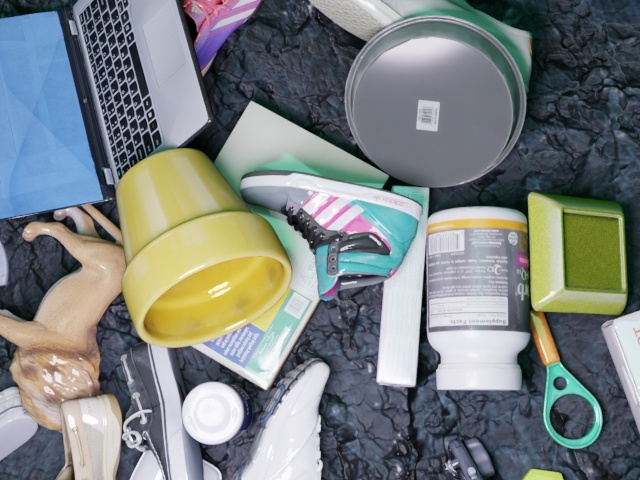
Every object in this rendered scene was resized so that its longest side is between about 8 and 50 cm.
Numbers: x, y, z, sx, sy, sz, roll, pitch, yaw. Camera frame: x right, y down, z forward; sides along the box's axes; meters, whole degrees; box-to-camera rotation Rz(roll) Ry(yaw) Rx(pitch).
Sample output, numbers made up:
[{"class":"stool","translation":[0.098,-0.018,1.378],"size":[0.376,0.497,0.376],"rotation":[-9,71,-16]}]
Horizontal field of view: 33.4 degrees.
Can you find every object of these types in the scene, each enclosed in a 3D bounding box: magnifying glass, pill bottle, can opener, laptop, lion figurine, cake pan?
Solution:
[{"class":"magnifying glass","translation":[0.381,0.220,1.711],"size":[0.092,0.026,0.231],"rotation":[-19,79,2]},{"class":"pill bottle","translation":[0.247,0.094,1.673],"size":[0.162,0.162,0.279],"rotation":[-1,82,5]},{"class":"can opener","translation":[0.247,0.387,1.649],"size":[0.073,0.059,0.186],"rotation":[-22,53,1]},{"class":"laptop","translation":[-0.421,-0.267,1.708],"size":[0.408,0.236,0.382],"rotation":[-33,65,37]},{"class":"lion figurine","translation":[-0.400,0.104,1.737],"size":[0.240,0.142,0.392],"rotation":[26,82,5]},{"class":"cake pan","translation":[0.179,-0.209,1.699],"size":[0.293,0.054,0.293],"rotation":[5,118,10]},{"class":"pill bottle","translation":[-0.156,0.269,1.673],"size":[0.094,0.169,0.094],"rotation":[-1,82,4]}]

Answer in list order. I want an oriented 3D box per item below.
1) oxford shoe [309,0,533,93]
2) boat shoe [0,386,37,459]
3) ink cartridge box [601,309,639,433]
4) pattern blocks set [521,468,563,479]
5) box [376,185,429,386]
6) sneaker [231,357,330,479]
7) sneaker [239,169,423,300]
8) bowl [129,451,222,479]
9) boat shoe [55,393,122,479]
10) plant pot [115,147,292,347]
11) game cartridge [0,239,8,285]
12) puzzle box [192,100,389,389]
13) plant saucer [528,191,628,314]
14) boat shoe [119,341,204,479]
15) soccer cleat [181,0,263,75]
[{"class":"oxford shoe","translation":[0.154,-0.372,1.753],"size":[0.449,0.169,0.130],"rotation":[27,87,1]},{"class":"boat shoe","translation":[-0.588,0.336,1.742],"size":[0.267,0.096,0.088],"rotation":[-37,52,4]},{"class":"ink cartridge box","translation":[0.606,0.178,1.652],"size":[0.282,0.117,0.207],"rotation":[-18,80,1]},{"class":"pattern blocks set","translation":[0.339,0.503,1.670],"size":[0.324,0.026,0.286],"rotation":[0,81,5]},{"class":"box","translation":[0.136,0.073,1.734],"size":[0.067,0.063,0.324],"rotation":[3,81,7]},{"class":"sneaker","translation":[-0.048,0.331,1.703],"size":[0.129,0.111,0.297],"rotation":[25,88,-8]},{"class":"sneaker","translation":[0.000,0.000,1.680],"size":[0.295,0.124,0.179],"rotation":[11,76,9]},{"class":"bowl","translation":[-0.236,0.408,1.718],"size":[0.141,0.053,0.142],"rotation":[23,83,8]},{"class":"boat shoe","translation":[-0.371,0.384,1.663],"size":[0.098,0.109,0.303],"rotation":[-2,108,-28]},{"class":"plant pot","translation":[-0.202,-0.001,1.641],"size":[0.254,0.254,0.239],"rotation":[-27,65,0]},{"class":"game cartridge","translation":[-0.562,0.039,1.821],"size":[0.055,0.017,0.083],"rotation":[-11,80,6]},{"class":"puzzle box","translation":[-0.101,0.006,1.770],"size":[0.272,0.052,0.409],"rotation":[30,85,8]},{"class":"plant saucer","translation":[0.417,0.019,1.682],"size":[0.188,0.045,0.188],"rotation":[4,80,-27]},{"class":"boat shoe","translation":[-0.258,0.285,1.665],"size":[0.104,0.113,0.306],"rotation":[-19,56,0]},{"class":"soccer cleat","translation":[-0.184,-0.395,1.806],"size":[0.108,0.116,0.318],"rotation":[34,85,9]}]
